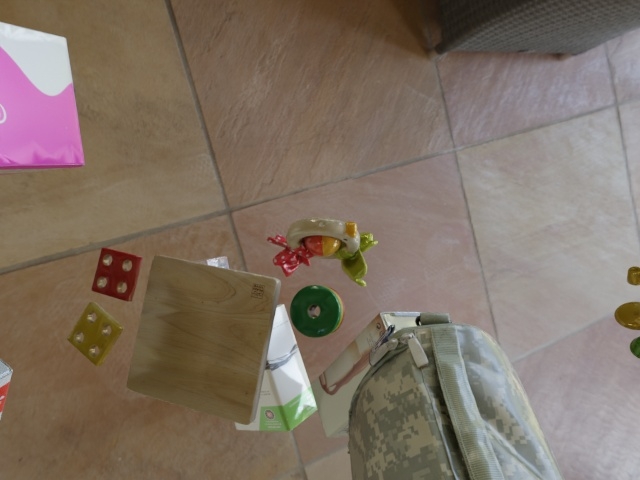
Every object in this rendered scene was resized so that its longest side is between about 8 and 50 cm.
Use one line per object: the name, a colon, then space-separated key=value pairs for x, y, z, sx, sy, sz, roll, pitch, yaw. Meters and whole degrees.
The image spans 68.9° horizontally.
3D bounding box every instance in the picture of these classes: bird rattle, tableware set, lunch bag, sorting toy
bird rattle: x=0.000 y=0.000 z=1.052 sx=0.253 sy=0.207 sz=0.143 roll=12 pitch=65 yaw=8
tableware set: x=0.436 y=0.089 z=0.601 sx=0.024 sy=0.103 sz=0.154 roll=62 pitch=29 yaw=-31
lunch bag: x=0.138 y=0.257 z=0.448 sx=0.212 sy=0.305 sz=0.256 roll=-7 pitch=135 yaw=-1
sorting toy: x=-0.115 y=0.089 z=0.456 sx=0.274 sy=0.046 sz=0.133 roll=9 pitch=86 yaw=16

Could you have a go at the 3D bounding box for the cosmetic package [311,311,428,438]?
cosmetic package: x=0.121 y=0.279 z=0.958 sx=0.153 sy=0.296 sz=0.129 roll=6 pitch=46 yaw=-34

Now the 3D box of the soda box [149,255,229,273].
soda box: x=-0.268 y=0.075 z=0.954 sx=0.058 sy=0.183 sz=0.063 roll=-13 pitch=92 yaw=-55

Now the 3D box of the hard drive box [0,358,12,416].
hard drive box: x=-0.480 y=0.227 z=0.497 sx=0.089 sy=0.232 sz=0.181 roll=37 pitch=120 yaw=7

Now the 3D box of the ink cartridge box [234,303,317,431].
ink cartridge box: x=-0.148 y=0.309 z=1.138 sx=0.114 sy=0.198 sz=0.273 roll=-17 pitch=90 yaw=-50

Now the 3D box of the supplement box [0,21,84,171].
supplement box: x=-0.329 y=-0.109 z=0.397 sx=0.219 sy=0.114 sz=0.112 roll=-2 pitch=99 yaw=21

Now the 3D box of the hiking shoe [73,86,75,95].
hiking shoe: x=-0.524 y=-0.203 z=0.799 sx=0.226 sy=0.086 sz=0.114 roll=-29 pitch=91 yaw=-23
